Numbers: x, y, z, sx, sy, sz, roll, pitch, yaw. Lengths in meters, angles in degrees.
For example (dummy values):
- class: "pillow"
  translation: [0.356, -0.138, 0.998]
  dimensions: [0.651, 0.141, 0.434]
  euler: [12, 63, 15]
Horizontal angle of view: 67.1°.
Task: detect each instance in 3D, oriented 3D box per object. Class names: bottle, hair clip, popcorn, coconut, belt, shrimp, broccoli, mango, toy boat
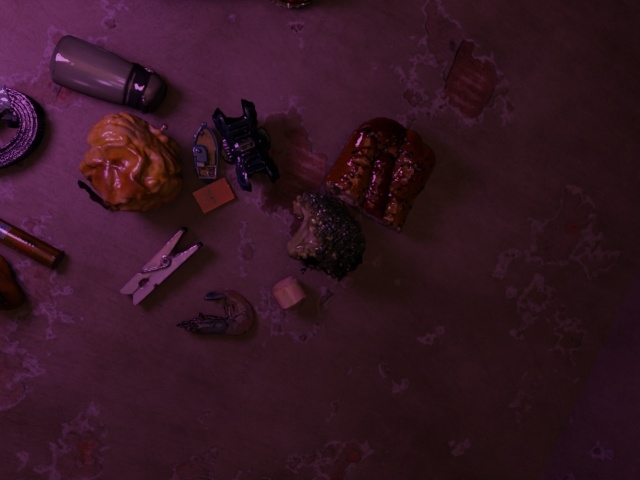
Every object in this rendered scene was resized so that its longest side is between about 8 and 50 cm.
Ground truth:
- class: "bottle"
  translation: [-0.698, -0.543, 1.618]
  dimensions: [0.347, 0.168, 0.168]
  euler: [18, 93, -18]
- class: "hair clip"
  translation: [-0.267, -0.332, 1.709]
  dimensions: [0.195, 0.206, 0.310]
  euler: [-19, 105, -3]
- class: "popcorn"
  translation: [-0.644, -0.233, 1.614]
  dimensions: [0.382, 0.349, 0.349]
  euler: [-37, 104, 21]
- class: "hair clip"
  translation: [-0.579, 0.095, 1.754]
  dimensions: [0.331, 0.085, 0.101]
  euler: [-44, 101, -2]
- class: "coconut"
  translation: [-0.114, 0.209, 1.848]
  dimensions: [0.116, 0.116, 0.122]
  euler: [-32, 102, -6]
- class: "belt"
  translation: [-1.079, -0.369, 1.579]
  dimensions: [0.325, 0.122, 0.260]
  euler: [-31, 106, -7]
- class: "shrimp"
  translation: [-0.391, 0.273, 1.825]
  dimensions: [0.290, 0.075, 0.177]
  euler: [5, 88, -11]
- class: "broccoli"
  translation: [-0.008, -0.006, 1.777]
  dimensions: [0.281, 0.293, 0.347]
  euler: [-33, 95, 36]
- class: "mango"
  translation: [-1.106, 0.133, 1.624]
  dimensions: [0.248, 0.151, 0.156]
  euler: [52, 44, -20]
- class: "toy boat"
  translation: [-0.412, -0.314, 1.727]
  dimensions: [0.089, 0.102, 0.215]
  euler: [-2, 94, -9]

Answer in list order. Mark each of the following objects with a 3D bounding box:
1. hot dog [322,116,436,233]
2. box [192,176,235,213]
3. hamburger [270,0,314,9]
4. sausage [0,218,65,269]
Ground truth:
- class: "hot dog"
  translation: [0.245, -0.270, 1.831]
  dimensions: [0.367, 0.196, 0.365]
  euler: [30, 87, -15]
- class: "box"
  translation: [-0.395, -0.168, 1.793]
  dimensions: [0.133, 0.023, 0.090]
  euler: [-27, 99, -8]
- class: "hamburger"
  translation: [-0.093, -0.958, 1.661]
  dimensions: [0.275, 0.212, 0.274]
  euler: [-1, 97, -11]
- class: "sausage"
  translation: [-1.068, -0.023, 1.645]
  dimensions: [0.372, 0.082, 0.082]
  euler: [31, 90, -13]
